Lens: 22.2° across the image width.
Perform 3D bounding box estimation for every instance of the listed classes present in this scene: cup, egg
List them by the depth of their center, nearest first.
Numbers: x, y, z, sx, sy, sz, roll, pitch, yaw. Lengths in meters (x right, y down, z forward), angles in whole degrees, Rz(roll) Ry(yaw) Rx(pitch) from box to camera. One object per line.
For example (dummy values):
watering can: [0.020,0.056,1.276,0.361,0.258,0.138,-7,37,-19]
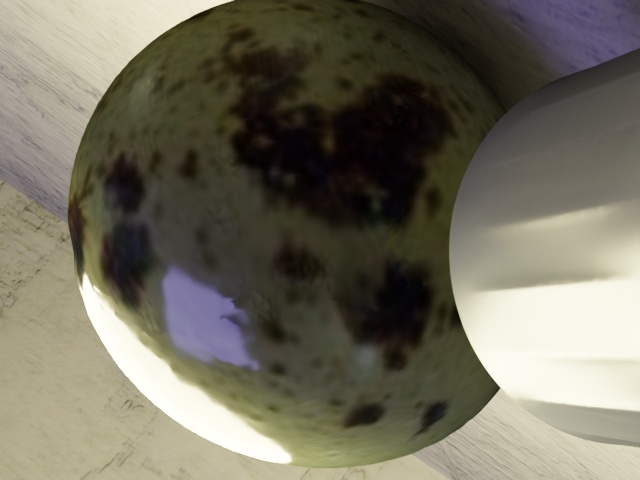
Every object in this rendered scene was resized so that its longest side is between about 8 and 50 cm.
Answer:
cup: [0.258,0.028,0.849,0.323,0.237,0.327,44,166,-10]
egg: [0.000,0.000,1.240,0.345,0.345,0.428,32,177,32]
